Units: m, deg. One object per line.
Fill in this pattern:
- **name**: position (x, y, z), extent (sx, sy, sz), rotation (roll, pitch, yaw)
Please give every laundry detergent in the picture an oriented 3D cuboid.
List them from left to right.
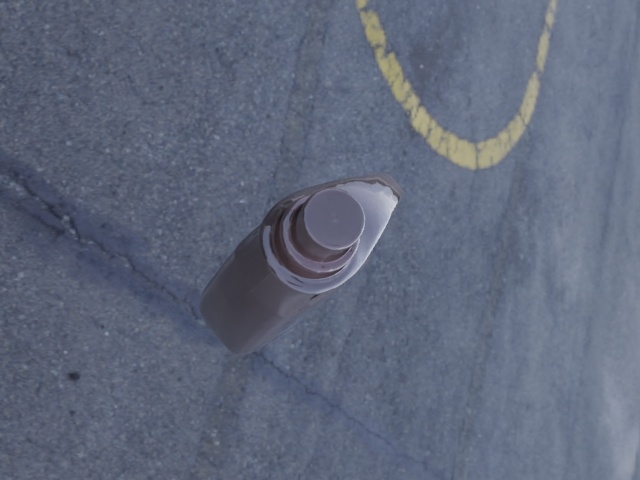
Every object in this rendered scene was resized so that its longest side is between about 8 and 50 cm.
- **laundry detergent**: position (0.000, 0.000, 0.563), extent (0.171, 0.237, 0.076), rotation (-38, 86, -26)
